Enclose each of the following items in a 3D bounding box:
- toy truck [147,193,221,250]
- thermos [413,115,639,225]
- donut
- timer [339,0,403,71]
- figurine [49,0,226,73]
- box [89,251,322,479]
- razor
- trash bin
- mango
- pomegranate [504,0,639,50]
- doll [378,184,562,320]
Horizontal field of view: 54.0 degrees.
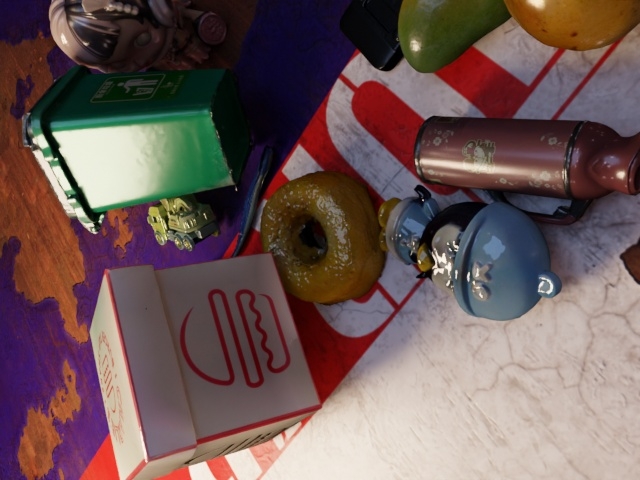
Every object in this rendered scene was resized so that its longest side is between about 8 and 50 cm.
[{"bbox_3d":[-0.302,-0.052,1.362,0.191,0.085,0.116,9,122,50],"label":"toy truck"},{"bbox_3d":[0.297,-0.105,0.889,0.330,0.109,0.136,11,79,39],"label":"thermos"},{"bbox_3d":[0.000,-0.003,1.138,0.254,0.118,0.253,8,105,33],"label":"donut"},{"bbox_3d":[0.129,-0.407,1.098,0.187,0.055,0.144,-50,62,30],"label":"timer"},{"bbox_3d":[-0.411,-0.461,1.361,0.253,0.361,0.211,-47,69,27],"label":"figurine"},{"bbox_3d":[-0.221,0.226,1.117,0.314,0.300,0.312,-50,54,54],"label":"box"},{"bbox_3d":[-0.163,-0.046,1.314,0.056,0.093,0.324,27,103,-3],"label":"razor"},{"bbox_3d":[-0.345,-0.190,1.258,0.381,0.295,0.259,-4,40,11],"label":"trash bin"},{"bbox_3d":[0.216,-0.378,0.972,0.156,0.114,0.251,39,123,-12],"label":"mango"},{"bbox_3d":[0.335,-0.357,0.805,0.233,0.233,0.233,-4,83,39],"label":"pomegranate"},{"bbox_3d":[0.213,0.018,0.933,0.314,0.141,0.177,22,126,46],"label":"doll"}]
